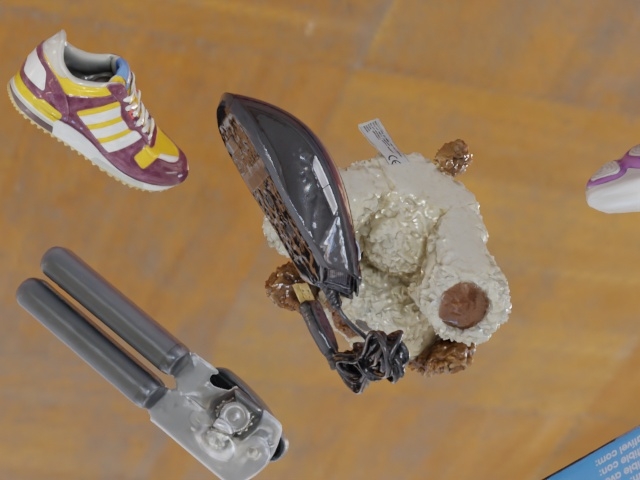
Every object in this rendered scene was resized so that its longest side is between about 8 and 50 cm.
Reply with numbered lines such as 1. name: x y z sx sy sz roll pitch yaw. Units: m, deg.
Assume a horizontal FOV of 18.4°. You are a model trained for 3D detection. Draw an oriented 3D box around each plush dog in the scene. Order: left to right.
1. plush dog: 0.073 0.027 2.010 0.262 0.210 0.225 27 132 7

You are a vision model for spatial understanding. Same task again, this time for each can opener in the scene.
1. can opener: -0.150 0.116 1.813 0.076 0.283 0.095 -52 170 5

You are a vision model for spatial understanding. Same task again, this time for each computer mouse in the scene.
1. computer mouse: 0.000 0.000 1.565 0.060 0.262 0.184 -29 172 -14

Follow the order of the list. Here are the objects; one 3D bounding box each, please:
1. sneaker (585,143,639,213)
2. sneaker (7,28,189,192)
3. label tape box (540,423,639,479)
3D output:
1. sneaker: 0.432 -0.042 2.057 0.305 0.114 0.152 -7 109 11
2. sneaker: -0.176 -0.111 1.709 0.185 0.070 0.084 29 120 -31
3. label tape box: 0.297 0.166 1.465 0.249 0.115 0.347 -35 162 31
